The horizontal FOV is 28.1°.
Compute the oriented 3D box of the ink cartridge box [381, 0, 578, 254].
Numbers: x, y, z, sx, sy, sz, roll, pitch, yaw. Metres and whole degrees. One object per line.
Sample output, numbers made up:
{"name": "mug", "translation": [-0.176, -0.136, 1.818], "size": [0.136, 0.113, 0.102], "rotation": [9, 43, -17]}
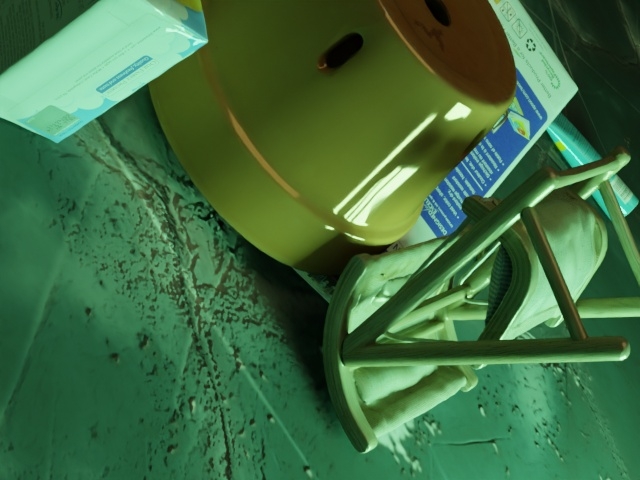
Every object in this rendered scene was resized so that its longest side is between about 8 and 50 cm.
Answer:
{"name": "ink cartridge box", "translation": [0.128, -0.123, 1.360], "size": [0.176, 0.069, 0.371], "rotation": [53, 53, -15]}

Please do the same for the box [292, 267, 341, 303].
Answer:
{"name": "box", "translation": [0.000, 0.000, 1.150], "size": [0.137, 0.027, 0.094], "rotation": [45, 31, -27]}

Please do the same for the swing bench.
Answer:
{"name": "swing bench", "translation": [0.152, 0.047, 1.108], "size": [0.253, 0.254, 0.165], "rotation": [-14, 82, -63]}

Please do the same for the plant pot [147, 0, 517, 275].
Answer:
{"name": "plant pot", "translation": [0.028, -0.143, 1.083], "size": [0.291, 0.203, 0.291], "rotation": [34, 39, -32]}

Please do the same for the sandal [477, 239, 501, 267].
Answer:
{"name": "sandal", "translation": [0.205, 0.018, 1.468], "size": [0.072, 0.049, 0.180], "rotation": [58, 12, -17]}

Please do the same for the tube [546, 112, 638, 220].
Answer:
{"name": "tube", "translation": [0.399, -0.123, 1.930], "size": [0.207, 0.052, 0.080], "rotation": [50, 24, -8]}

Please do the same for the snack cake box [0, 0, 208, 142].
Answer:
{"name": "snack cake box", "translation": [-0.183, -0.224, 0.923], "size": [0.089, 0.152, 0.264], "rotation": [26, 43, -48]}
